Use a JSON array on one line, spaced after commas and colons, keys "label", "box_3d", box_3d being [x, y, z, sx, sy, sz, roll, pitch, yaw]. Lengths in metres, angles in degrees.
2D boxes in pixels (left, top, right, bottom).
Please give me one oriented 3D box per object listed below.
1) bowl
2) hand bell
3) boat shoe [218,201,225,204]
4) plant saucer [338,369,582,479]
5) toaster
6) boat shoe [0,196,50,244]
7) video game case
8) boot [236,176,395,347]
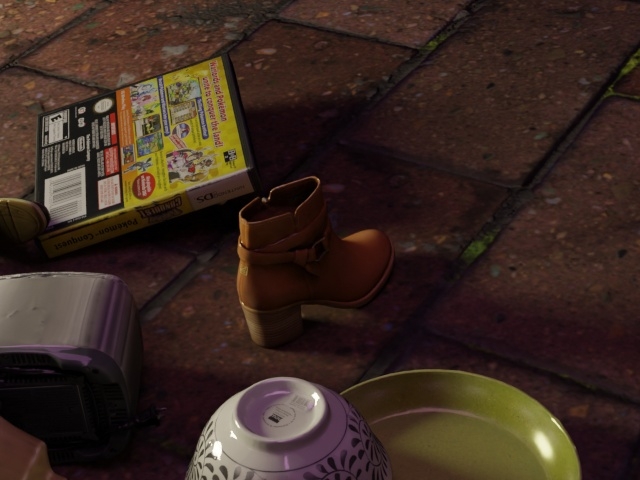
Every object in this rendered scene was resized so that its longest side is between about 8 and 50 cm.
[{"label": "bowl", "box_3d": [-0.028, 0.162, 1.020, 0.170, 0.080, 0.170, -3, 37, 2]}, {"label": "hand bell", "box_3d": [-0.192, 0.207, 1.020, 0.242, 0.126, 0.126, 21, 38, -2]}, {"label": "boat shoe", "box_3d": [-0.138, -0.064, 1.451, 0.035, 0.035, 0.100, -39, 45, -2]}, {"label": "plant saucer", "box_3d": [0.091, 0.199, 1.056, 0.240, 0.037, 0.241, -3, 37, 2]}, {"label": "toaster", "box_3d": [-0.245, 0.109, 1.143, 0.226, 0.129, 0.146, -5, 34, 4]}, {"label": "boat shoe", "box_3d": [-0.340, -0.025, 1.374, 0.152, 0.056, 0.049, -4, 23, 35]}, {"label": "video game case", "box_3d": [-0.203, -0.103, 1.469, 0.248, 0.035, 0.275, -18, 36, 2]}, {"label": "boot", "box_3d": [0.000, 0.000, 1.240, 0.073, 0.152, 0.197, 25, 45, 35]}]
